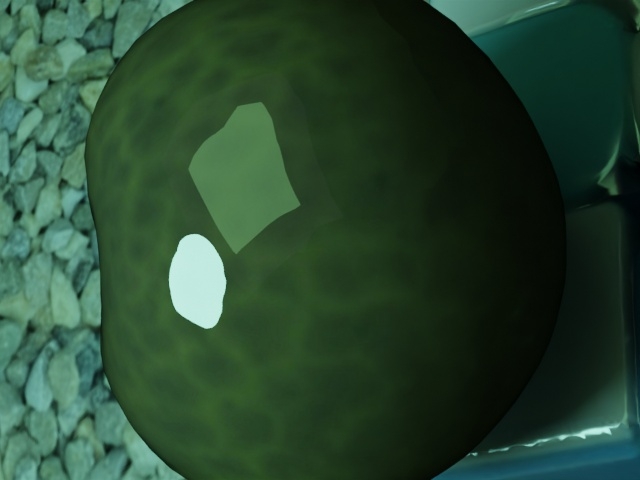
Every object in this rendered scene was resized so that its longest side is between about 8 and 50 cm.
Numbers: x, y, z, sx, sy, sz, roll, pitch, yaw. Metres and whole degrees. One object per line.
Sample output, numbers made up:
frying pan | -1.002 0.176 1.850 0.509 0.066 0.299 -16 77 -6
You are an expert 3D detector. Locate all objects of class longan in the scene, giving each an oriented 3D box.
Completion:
longan | 0.000 0.000 0.567 0.198 0.198 0.212 -19 73 30

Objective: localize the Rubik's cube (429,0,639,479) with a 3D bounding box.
Rubik's cube | 0.275 -0.011 0.715 0.346 0.344 0.347 -17 56 33
